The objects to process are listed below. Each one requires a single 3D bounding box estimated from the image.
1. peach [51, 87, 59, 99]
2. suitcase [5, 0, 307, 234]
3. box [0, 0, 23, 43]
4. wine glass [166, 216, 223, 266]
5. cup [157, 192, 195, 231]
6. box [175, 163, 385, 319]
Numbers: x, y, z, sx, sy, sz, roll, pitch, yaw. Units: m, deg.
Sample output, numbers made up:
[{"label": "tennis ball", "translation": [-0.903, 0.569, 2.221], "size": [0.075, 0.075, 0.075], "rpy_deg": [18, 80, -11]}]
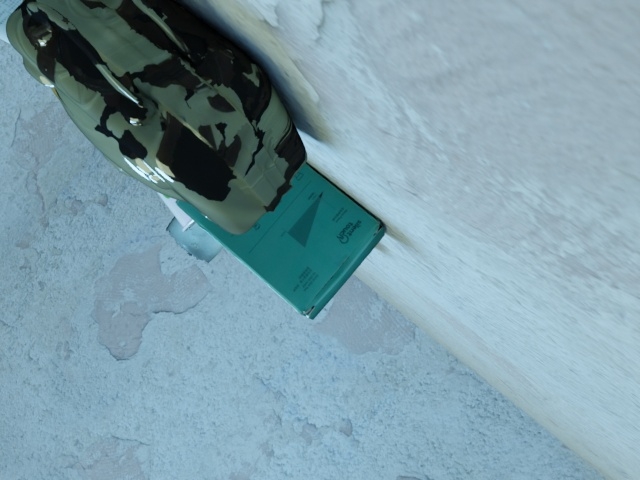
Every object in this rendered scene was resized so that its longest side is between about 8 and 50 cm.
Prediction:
[{"label": "peach", "translation": [-0.601, -0.443, 1.695], "size": [0.232, 0.232, 0.232], "rpy_deg": [40, 177, 2]}, {"label": "suitcase", "translation": [-0.205, -0.179, 0.779], "size": [0.351, 0.194, 0.339], "rpy_deg": [39, 175, 19]}, {"label": "box", "translation": [-0.569, -0.456, 1.144], "size": [0.200, 0.106, 0.299], "rpy_deg": [58, -165, 23]}, {"label": "wine glass", "translation": [-0.333, -0.098, 2.098], "size": [0.190, 0.357, 0.190], "rpy_deg": [38, 179, 1]}, {"label": "cup", "translation": [-0.293, -0.195, 1.454], "size": [0.274, 0.253, 0.253], "rpy_deg": [49, 176, -6]}, {"label": "box", "translation": [-0.068, -0.034, 1.141], "size": [0.311, 0.205, 0.118], "rpy_deg": [39, 179, 14]}]
